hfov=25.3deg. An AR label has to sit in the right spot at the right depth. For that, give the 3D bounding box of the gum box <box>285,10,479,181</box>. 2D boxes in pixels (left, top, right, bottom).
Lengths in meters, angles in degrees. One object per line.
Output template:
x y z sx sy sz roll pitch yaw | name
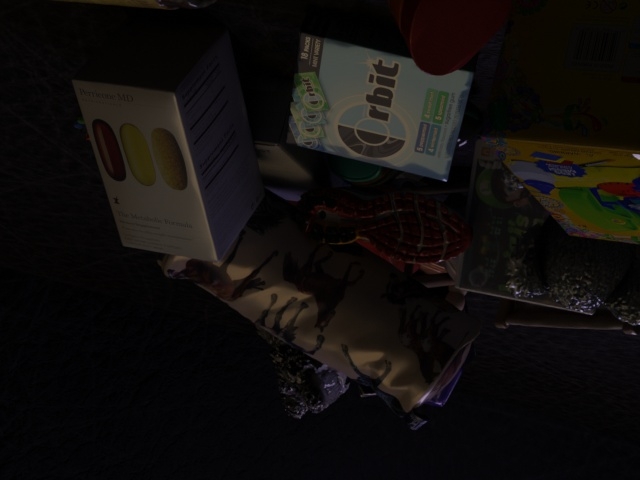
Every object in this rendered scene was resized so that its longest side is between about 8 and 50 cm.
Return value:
0.062 -0.151 1.517 0.184 0.041 0.157 13 136 4 | gum box

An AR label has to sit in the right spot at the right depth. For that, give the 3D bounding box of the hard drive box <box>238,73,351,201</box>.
-0.077 -0.128 1.825 0.181 0.089 0.232 9 166 24 | hard drive box

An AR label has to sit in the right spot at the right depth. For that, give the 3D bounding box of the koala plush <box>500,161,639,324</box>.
0.289 -0.025 1.536 0.196 0.221 0.203 17 164 -4 | koala plush

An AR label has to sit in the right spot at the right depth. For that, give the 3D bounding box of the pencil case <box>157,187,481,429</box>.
-0.007 0.076 1.851 0.410 0.183 0.160 31 -149 2 | pencil case

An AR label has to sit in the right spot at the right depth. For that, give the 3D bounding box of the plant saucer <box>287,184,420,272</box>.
0.000 0.000 2.070 0.259 0.047 0.259 1 152 13 | plant saucer

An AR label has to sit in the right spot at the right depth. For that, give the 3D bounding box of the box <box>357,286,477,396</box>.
0.149 0.144 2.320 0.143 0.165 0.270 -12 -179 18 | box

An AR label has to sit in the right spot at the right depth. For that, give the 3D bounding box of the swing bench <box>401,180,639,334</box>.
0.271 0.022 1.930 0.255 0.165 0.253 18 167 -39 | swing bench

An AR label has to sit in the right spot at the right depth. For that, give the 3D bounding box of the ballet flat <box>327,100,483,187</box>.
0.103 -0.113 1.692 0.096 0.095 0.280 8 171 -22 | ballet flat

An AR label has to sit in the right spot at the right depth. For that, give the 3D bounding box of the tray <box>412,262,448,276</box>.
-0.007 -0.037 2.177 0.411 0.076 0.203 22 165 -25 | tray

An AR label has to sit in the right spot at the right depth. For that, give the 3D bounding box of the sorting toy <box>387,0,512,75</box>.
0.030 -0.270 1.147 0.126 0.127 0.365 42 -177 36 | sorting toy

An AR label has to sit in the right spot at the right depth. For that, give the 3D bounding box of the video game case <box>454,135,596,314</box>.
0.258 -0.019 1.714 0.173 0.190 0.022 11 -167 17 | video game case

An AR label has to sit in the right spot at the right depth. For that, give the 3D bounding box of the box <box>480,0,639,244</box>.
0.335 -0.109 1.251 0.290 0.177 0.279 8 167 29 | box

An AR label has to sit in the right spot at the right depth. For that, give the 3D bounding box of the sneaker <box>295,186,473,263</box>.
0.086 -0.031 1.765 0.225 0.088 0.093 14 -164 27 | sneaker

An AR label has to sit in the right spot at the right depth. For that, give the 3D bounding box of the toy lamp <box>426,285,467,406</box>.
0.192 0.108 2.113 0.080 0.274 0.080 14 166 3 | toy lamp

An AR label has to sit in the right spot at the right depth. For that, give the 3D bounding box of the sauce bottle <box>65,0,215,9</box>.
-0.254 -0.278 1.333 0.344 0.111 0.111 7 165 24 | sauce bottle

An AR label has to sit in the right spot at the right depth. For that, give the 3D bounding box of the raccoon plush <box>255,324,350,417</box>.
-0.122 0.132 2.518 0.447 0.299 0.216 14 168 3 | raccoon plush

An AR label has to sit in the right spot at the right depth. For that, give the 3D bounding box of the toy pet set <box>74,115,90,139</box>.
-0.307 -0.139 2.094 0.114 0.065 0.122 18 167 -15 | toy pet set

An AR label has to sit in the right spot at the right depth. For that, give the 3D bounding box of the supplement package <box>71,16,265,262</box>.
-0.170 -0.116 1.645 0.139 0.134 0.244 9 133 23 | supplement package
